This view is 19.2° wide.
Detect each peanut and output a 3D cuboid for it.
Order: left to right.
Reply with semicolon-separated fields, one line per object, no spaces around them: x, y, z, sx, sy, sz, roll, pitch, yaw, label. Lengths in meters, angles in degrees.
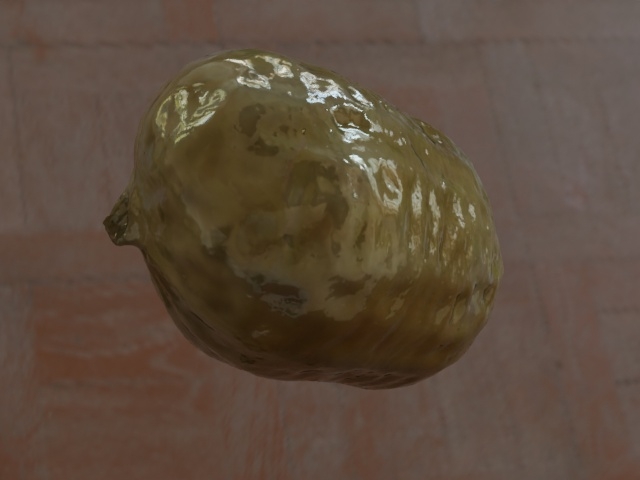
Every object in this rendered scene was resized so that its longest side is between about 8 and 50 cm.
0.000;0.000;0.783;0.129;0.224;0.129;-12;68;30;peanut
